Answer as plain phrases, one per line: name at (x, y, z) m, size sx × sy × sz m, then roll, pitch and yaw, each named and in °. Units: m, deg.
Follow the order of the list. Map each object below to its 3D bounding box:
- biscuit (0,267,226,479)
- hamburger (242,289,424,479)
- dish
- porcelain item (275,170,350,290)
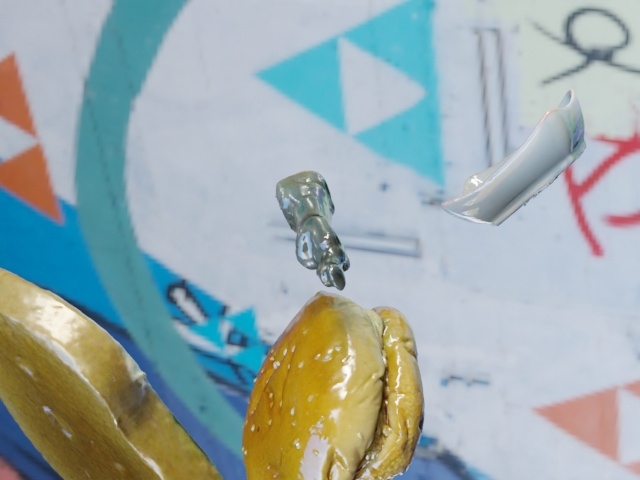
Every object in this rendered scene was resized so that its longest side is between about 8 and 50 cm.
biscuit at (-0.185, 0.160, 1.261) m, size 0.057 × 0.287 × 0.343 m, roll -46°, pitch -34°, yaw -25°
hamburger at (0.010, 0.222, 1.810) m, size 0.314 × 0.170 × 0.290 m, roll -96°, pitch 28°, yaw -49°
dish at (0.275, -0.099, 1.944) m, size 0.212 × 0.077 × 0.151 m, roll -43°, pitch -2°, yaw 27°
porcelain item at (0.000, 0.000, 1.741) m, size 0.215 × 0.069 × 0.081 m, roll -112°, pitch 3°, yaw -57°
